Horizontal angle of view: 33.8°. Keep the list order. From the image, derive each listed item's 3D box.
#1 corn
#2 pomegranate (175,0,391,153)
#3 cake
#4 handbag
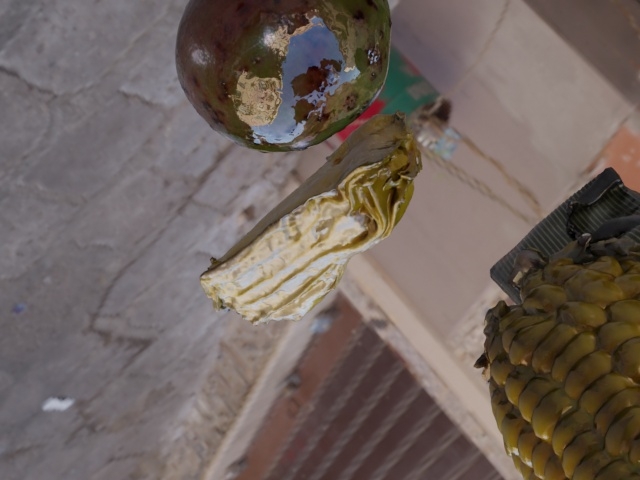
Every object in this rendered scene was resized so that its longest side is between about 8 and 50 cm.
[{"bbox_3d":[0.142,0.105,0.355,0.115,0.318,0.115,-6,121,-11],"label":"corn"},{"bbox_3d":[-0.017,-0.103,0.595,0.130,0.130,0.130,-37,163,-13],"label":"pomegranate"},{"bbox_3d":[0.003,0.003,0.673,0.185,0.080,0.116,-39,-164,8],"label":"cake"},{"bbox_3d":[0.415,0.057,1.445,0.240,0.247,0.340,-52,-164,8],"label":"handbag"}]
